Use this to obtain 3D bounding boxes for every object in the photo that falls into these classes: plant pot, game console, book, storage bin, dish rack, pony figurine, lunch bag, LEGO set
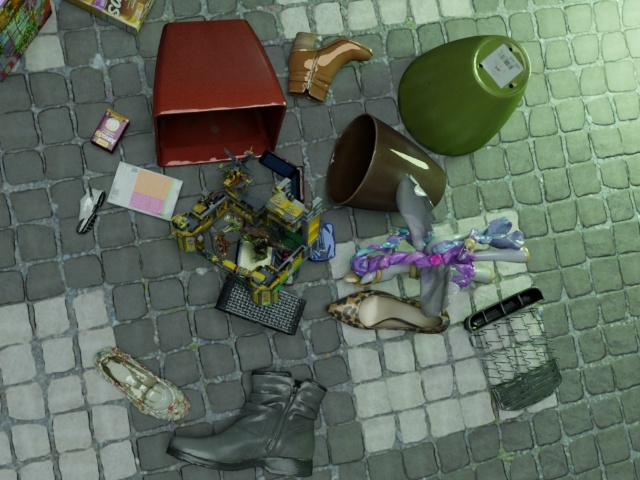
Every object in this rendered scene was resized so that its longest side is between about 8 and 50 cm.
[{"bbox_3d":[0.352,-0.358,1.742,0.275,0.293,0.274,1,84,-12],"label":"plant pot"},{"bbox_3d":[-0.089,-0.132,1.703,0.085,0.144,0.124,-1,85,-11],"label":"game console"},{"bbox_3d":[-0.392,-0.109,1.695,0.144,0.035,0.096,18,84,-9],"label":"book"},{"bbox_3d":[-0.133,0.142,1.679,0.180,0.122,0.084,22,80,-9],"label":"storage bin"},{"bbox_3d":[0.167,-0.150,1.744,0.231,0.215,0.215,18,81,-24],"label":"plant pot"},{"bbox_3d":[0.474,0.267,1.821,0.208,0.074,0.271,-22,90,-12],"label":"dish rack"},{"bbox_3d":[0.259,0.033,1.671,0.364,0.351,0.302,-5,74,-17],"label":"pony figurine"},{"bbox_3d":[0.000,0.000,1.750,0.067,0.065,0.098,-5,86,-13],"label":"lunch bag"},{"bbox_3d":[-0.152,-0.045,1.586,0.255,0.192,0.331,-36,61,-27],"label":"LEGO set"},{"bbox_3d":[-0.238,-0.328,1.646,0.268,0.267,0.235,-7,74,-13],"label":"plant pot"}]

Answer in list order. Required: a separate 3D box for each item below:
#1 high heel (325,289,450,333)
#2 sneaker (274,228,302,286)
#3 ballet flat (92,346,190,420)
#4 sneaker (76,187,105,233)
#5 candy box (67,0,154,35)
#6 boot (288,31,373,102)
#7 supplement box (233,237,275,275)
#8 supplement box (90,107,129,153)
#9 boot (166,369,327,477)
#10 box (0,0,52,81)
[{"bbox_3d":[0.153,0.163,1.703,0.261,0.186,0.093,5,88,-11],"label":"high heel"},{"bbox_3d":[-0.070,0.020,1.728,0.063,0.075,0.170,6,84,-11],"label":"sneaker"},{"bbox_3d":[-0.388,0.316,1.632,0.241,0.077,0.091,34,78,-8],"label":"ballet flat"},{"bbox_3d":[-0.513,-0.065,1.666,0.044,0.040,0.109,20,77,7],"label":"sneaker"},{"bbox_3d":[-0.476,-0.557,1.710,0.187,0.053,0.109,25,79,-10],"label":"candy box"},{"bbox_3d":[0.020,-0.400,1.792,0.197,0.073,0.152,8,82,1],"label":"boot"},{"bbox_3d":[-0.149,0.043,1.719,0.083,0.056,0.083,8,83,-11],"label":"supplement box"},{"bbox_3d":[-0.467,-0.242,1.685,0.055,0.043,0.083,27,80,-10],"label":"supplement box"},{"bbox_3d":[-0.160,0.390,1.667,0.338,0.118,0.222,11,79,-22],"label":"boot"},{"bbox_3d":[-0.635,-0.453,1.542,0.057,0.293,0.201,33,79,-10],"label":"box"}]
